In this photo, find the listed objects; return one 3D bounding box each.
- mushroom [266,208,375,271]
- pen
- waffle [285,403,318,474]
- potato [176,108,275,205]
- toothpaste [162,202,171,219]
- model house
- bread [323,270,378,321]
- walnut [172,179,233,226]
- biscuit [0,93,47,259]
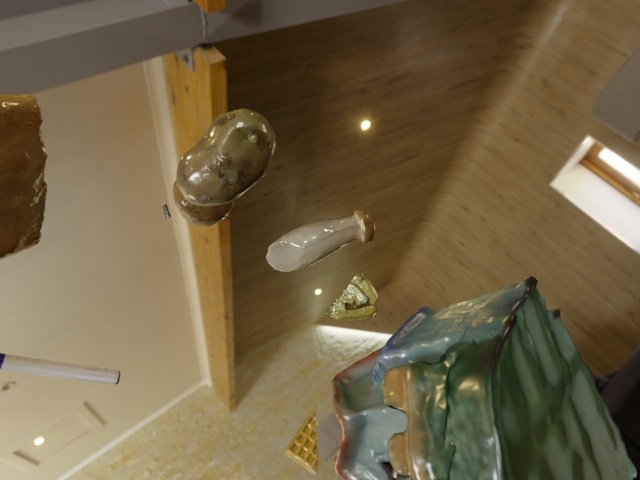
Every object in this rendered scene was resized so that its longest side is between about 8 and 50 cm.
[{"bbox_3d":[0.000,0.000,1.408,0.350,0.128,0.128,-18,-27,-6],"label":"mushroom"},{"bbox_3d":[-0.523,0.243,0.872,0.269,0.033,0.033,20,-61,-32],"label":"pen"},{"bbox_3d":[-0.012,0.598,1.379,0.191,0.125,0.032,-41,-31,-48],"label":"waffle"},{"bbox_3d":[-0.206,-0.182,1.031,0.262,0.165,0.165,-54,-20,-14],"label":"potato"},{"bbox_3d":[-0.638,-0.123,1.889,0.027,0.083,0.019,-32,-29,13],"label":"toothpaste"},{"bbox_3d":[0.103,0.235,0.465,0.329,0.294,0.252,-24,7,45],"label":"model house"},{"bbox_3d":[0.095,0.175,1.238,0.156,0.110,0.103,-50,1,8],"label":"bread"},{"bbox_3d":[-0.420,-0.161,1.620,0.228,0.228,0.228,-35,-24,-18],"label":"walnut"},{"bbox_3d":[-0.771,-0.108,0.992,0.429,0.104,0.446,-64,-7,21],"label":"biscuit"}]
